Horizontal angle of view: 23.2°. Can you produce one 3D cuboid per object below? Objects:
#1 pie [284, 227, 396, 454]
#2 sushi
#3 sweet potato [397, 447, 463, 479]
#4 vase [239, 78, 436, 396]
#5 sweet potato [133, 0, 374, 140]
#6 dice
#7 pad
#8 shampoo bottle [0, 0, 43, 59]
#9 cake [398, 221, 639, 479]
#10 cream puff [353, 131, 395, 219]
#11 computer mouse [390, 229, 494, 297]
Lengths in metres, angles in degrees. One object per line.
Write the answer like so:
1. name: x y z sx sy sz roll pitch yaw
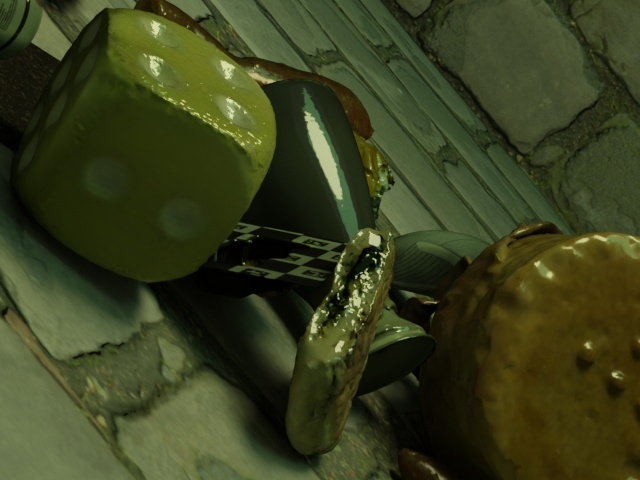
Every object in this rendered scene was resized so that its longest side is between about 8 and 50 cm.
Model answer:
1. pie: 0.020 0.103 1.431 0.052 0.185 0.218 14 47 10
2. sushi: -0.074 0.029 1.476 0.192 0.050 0.215 11 12 12
3. sweet potato: 0.153 0.293 1.564 0.218 0.051 0.065 49 13 -4
4. vase: 0.000 0.000 1.641 0.173 0.173 0.321 24 36 -58
5. sweet potato: -0.084 -0.192 1.954 0.385 0.109 0.109 21 30 -37
6. dice: -0.150 -0.081 1.320 0.169 0.169 0.166 29 25 -21
7. pad: -0.290 -0.146 1.440 0.330 0.004 0.220 33 23 -47
8. shampoo bottle: -0.345 -0.225 1.304 0.085 0.085 0.262 57 18 25
9. cake: 0.247 0.149 1.708 0.332 0.332 0.321 46 -15 -13
10. cream puff: 0.007 -0.052 1.817 0.121 0.156 0.156 43 14 8
11. computer mouse: 0.216 0.048 1.910 0.379 0.090 0.167 15 2 34
